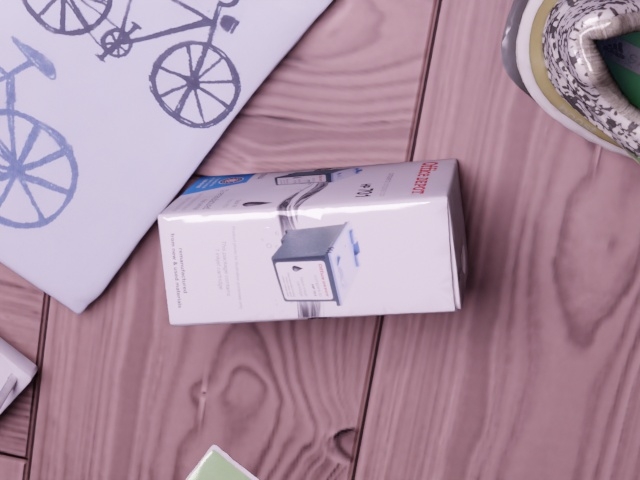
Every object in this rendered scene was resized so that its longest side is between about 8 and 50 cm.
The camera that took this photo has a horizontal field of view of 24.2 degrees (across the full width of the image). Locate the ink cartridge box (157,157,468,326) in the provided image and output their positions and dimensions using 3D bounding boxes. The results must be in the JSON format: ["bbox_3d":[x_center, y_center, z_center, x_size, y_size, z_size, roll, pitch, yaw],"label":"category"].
[{"bbox_3d":[0.000,0.000,1.011,0.190,0.139,0.082,-5,103,9],"label":"ink cartridge box"}]

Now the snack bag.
[{"bbox_3d":[-0.198,-0.160,1.019,0.323,0.037,0.342,36,106,-15],"label":"snack bag"}]

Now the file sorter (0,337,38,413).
[{"bbox_3d":[-0.386,0.104,1.053,0.277,0.173,0.193,40,112,-10],"label":"file sorter"}]

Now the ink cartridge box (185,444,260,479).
[{"bbox_3d":[-0.094,0.298,1.153,0.171,0.056,0.235,39,82,-4],"label":"ink cartridge box"}]

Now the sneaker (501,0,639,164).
[{"bbox_3d":[0.306,-0.053,0.932,0.410,0.182,0.158,22,107,1],"label":"sneaker"}]
